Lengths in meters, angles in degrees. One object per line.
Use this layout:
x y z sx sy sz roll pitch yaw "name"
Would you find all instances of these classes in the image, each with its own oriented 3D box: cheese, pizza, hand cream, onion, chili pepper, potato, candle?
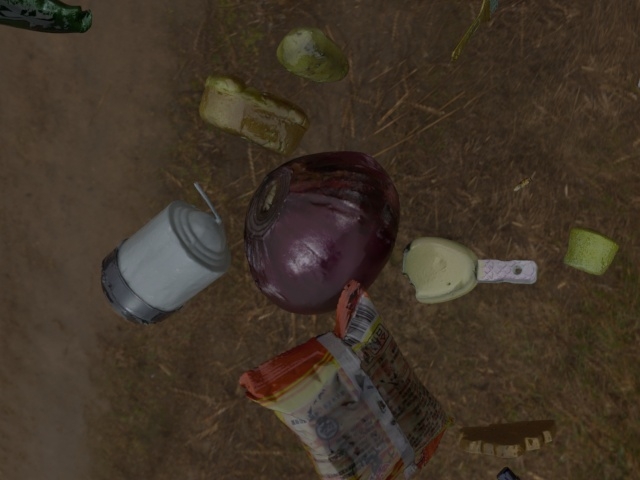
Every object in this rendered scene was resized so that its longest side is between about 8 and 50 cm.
0.267 0.058 1.217 0.255 0.050 0.127 1 78 37 "cheese"
0.521 -0.145 1.726 0.016 0.037 0.083 47 159 0 "pizza"
0.441 0.559 1.421 0.163 0.039 0.062 52 166 12 "hand cream"
0.000 0.000 1.290 0.336 0.260 0.282 -31 130 25 "onion"
-0.420 -0.324 0.910 0.108 0.216 0.062 -15 80 54 "chili pepper"
-0.011 -0.341 1.230 0.105 0.188 0.085 -7 83 31 "potato"
-0.348 0.041 1.597 0.342 0.221 0.221 -34 98 21 "candle"

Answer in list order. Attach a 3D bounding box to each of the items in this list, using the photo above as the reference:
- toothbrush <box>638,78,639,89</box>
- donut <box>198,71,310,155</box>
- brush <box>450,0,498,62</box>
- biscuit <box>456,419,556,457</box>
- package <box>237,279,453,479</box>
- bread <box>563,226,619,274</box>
0.390 -0.168 0.546 0.026 0.024 0.288 39 159 -19 "toothbrush"
-0.160 -0.296 1.581 0.261 0.208 0.128 23 95 -21 "donut"
0.355 -0.493 1.531 0.010 0.218 0.082 26 163 27 "brush"
0.417 0.432 1.456 0.212 0.238 0.041 159 105 -70 "biscuit"
0.048 0.227 0.877 0.288 0.223 0.108 54 162 -13 "package"
0.718 0.029 1.765 0.129 0.111 0.114 19 95 -19 "bread"
